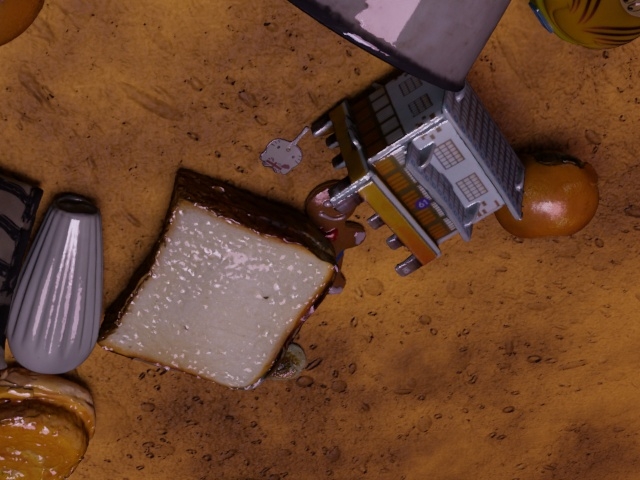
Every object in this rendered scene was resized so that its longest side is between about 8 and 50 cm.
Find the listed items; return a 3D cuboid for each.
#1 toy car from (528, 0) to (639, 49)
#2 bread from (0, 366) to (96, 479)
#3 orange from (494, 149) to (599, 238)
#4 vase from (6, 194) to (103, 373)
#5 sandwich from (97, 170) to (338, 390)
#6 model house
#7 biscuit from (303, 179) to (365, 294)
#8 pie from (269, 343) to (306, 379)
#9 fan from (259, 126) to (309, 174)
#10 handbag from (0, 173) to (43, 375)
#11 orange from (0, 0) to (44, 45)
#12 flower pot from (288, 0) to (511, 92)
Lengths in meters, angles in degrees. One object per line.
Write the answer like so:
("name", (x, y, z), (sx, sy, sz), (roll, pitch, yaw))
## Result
("toy car", (0.386, -0.340, 1.064), (0.248, 0.142, 0.200), (-41, 125, 15))
("bread", (-0.464, 0.307, 1.350), (0.198, 0.120, 0.236), (25, 117, -32))
("orange", (0.327, -0.068, 1.263), (0.155, 0.155, 0.134), (-10, 87, -7))
("vase", (-0.356, 0.059, 1.191), (0.128, 0.128, 0.248), (9, 115, -21))
("sandwich", (-0.141, 0.069, 1.257), (0.271, 0.099, 0.301), (21, 118, -23))
("model house", (0.134, -0.103, 1.143), (0.215, 0.198, 0.224), (-31, 128, 17))
("biscuit", (0.000, 0.000, 1.298), (0.138, 0.031, 0.205), (6, 123, -19))
("pie", (-0.062, 0.204, 1.444), (0.085, 0.017, 0.085), (-7, 129, -9))
("fan", (-0.044, -0.127, 1.201), (0.056, 0.004, 0.083), (29, 115, -31))
("handbag", (-0.506, 0.020, 0.988), (0.325, 0.327, 0.162), (21, 123, -26))
("orange", (-0.381, -0.281, 0.877), (0.206, 0.206, 0.206), (-7, 128, -9))
("flower pot", (0.114, -0.363, 0.891), (0.293, 0.293, 0.330), (23, 113, -29))
